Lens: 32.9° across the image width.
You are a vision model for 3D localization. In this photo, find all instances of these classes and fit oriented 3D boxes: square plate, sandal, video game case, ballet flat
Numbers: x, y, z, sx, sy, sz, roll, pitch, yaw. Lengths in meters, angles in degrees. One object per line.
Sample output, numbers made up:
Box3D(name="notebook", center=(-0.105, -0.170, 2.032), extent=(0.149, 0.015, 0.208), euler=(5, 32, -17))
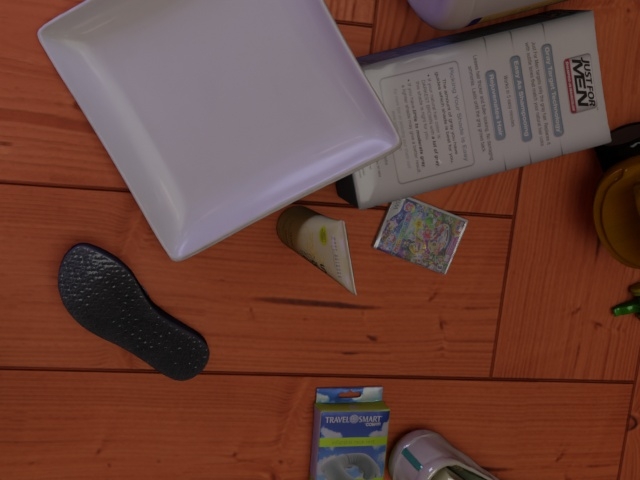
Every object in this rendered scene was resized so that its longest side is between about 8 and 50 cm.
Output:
Box3D(name="square plate", center=(-0.125, -0.194, 1.366), extent=(0.344, 0.049, 0.347), euler=(-27, 102, 14))
Box3D(name="sandal", center=(-0.257, 0.099, 1.455), extent=(0.097, 0.054, 0.254), euler=(-41, 119, 3))
Box3D(name="video game case", center=(0.144, -0.010, 1.558), extent=(0.122, 0.011, 0.087), euler=(20, 96, -18))
Box3D(name="ballet flat", center=(0.269, 0.425, 1.626), extent=(0.400, 0.139, 0.139), euler=(37, 90, -20))

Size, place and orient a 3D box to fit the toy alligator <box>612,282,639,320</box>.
Box3D(name="toy alligator", center=(0.541, 0.081, 1.668), extent=(0.189, 0.051, 0.056), euler=(-21, 107, -10))

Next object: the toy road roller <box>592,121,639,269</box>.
Box3D(name="toy road roller", center=(0.544, -0.062, 1.500), extent=(0.329, 0.240, 0.203), euler=(-16, 109, 19))

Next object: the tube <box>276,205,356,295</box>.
Box3D(name="tube", center=(0.000, 0.000, 1.399), extent=(0.070, 0.240, 0.062), euler=(38, 88, -20))

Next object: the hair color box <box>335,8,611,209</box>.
Box3D(name="hair color box", center=(0.194, -0.184, 1.481), extent=(0.374, 0.113, 0.185), euler=(-15, 105, -11))

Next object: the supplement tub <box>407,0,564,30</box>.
Box3D(name="supplement tub", center=(0.271, -0.418, 1.384), extent=(0.331, 0.241, 0.241), euler=(-16, 106, -12))

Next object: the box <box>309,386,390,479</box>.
Box3D(name="box", center=(0.041, 0.305, 1.583), extent=(0.109, 0.042, 0.178), euler=(1, 102, -16))
